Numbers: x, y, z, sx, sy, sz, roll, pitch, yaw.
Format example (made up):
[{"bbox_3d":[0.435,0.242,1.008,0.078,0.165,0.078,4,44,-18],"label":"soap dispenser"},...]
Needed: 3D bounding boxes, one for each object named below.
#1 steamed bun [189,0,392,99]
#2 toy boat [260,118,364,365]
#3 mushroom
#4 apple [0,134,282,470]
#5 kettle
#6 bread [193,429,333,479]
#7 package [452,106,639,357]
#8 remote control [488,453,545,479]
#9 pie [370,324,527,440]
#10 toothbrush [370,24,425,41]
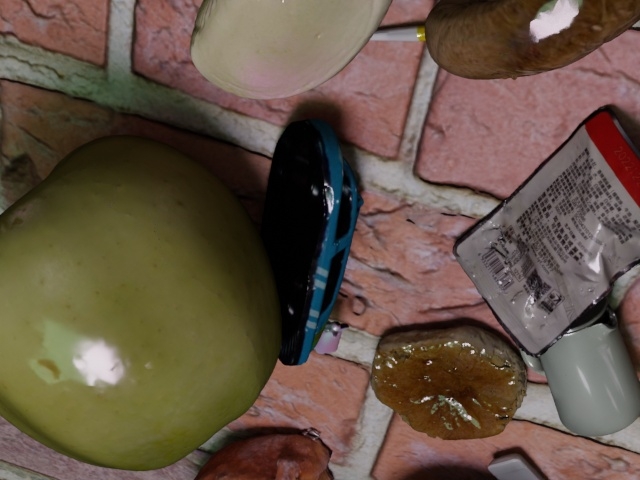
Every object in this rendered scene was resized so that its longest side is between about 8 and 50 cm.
[{"bbox_3d":[-0.004,-0.232,0.794,0.152,0.170,0.238,26,135,-20],"label":"steamed bun"},{"bbox_3d":[0.000,0.000,1.017,0.092,0.134,0.299,-6,132,-23],"label":"toy boat"},{"bbox_3d":[0.199,-0.214,0.725,0.156,0.151,0.286,45,123,-13],"label":"mushroom"},{"bbox_3d":[-0.207,0.068,0.972,0.357,0.357,0.357,10,129,13],"label":"apple"},{"bbox_3d":[0.286,0.124,1.016,0.098,0.127,0.148,-27,115,-1],"label":"kettle"},{"bbox_3d":[-0.084,0.367,1.305,0.190,0.123,0.244,35,128,-6],"label":"bread"},{"bbox_3d":[0.241,-0.001,0.912,0.239,0.030,0.154,-50,61,41],"label":"package"},{"bbox_3d":[0.292,0.340,1.213,0.050,0.027,0.184,-25,119,35],"label":"remote control"},{"bbox_3d":[0.158,0.177,1.121,0.195,0.046,0.195,10,130,12],"label":"pie"},{"bbox_3d":[0.114,-0.197,0.863,0.288,0.024,0.021,0,122,20],"label":"toothbrush"}]
